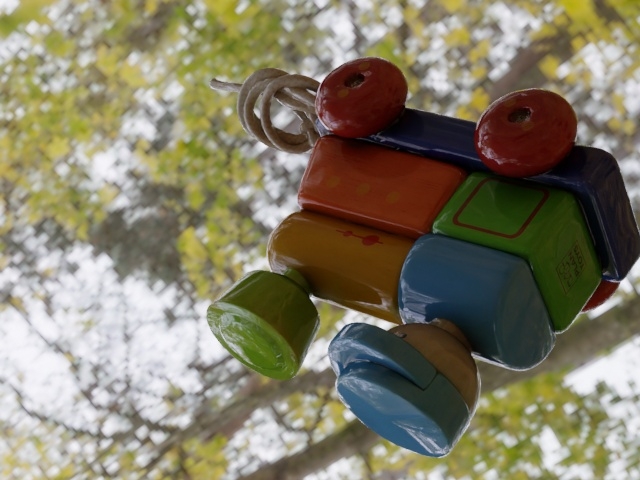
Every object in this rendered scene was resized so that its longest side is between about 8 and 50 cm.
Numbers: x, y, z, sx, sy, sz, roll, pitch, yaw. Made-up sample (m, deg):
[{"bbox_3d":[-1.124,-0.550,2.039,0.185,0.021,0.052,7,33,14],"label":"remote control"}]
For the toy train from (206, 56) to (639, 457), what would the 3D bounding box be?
[{"bbox_3d":[0.000,0.000,0.692,0.143,0.248,0.105,-50,-44,-26],"label":"toy train"}]
